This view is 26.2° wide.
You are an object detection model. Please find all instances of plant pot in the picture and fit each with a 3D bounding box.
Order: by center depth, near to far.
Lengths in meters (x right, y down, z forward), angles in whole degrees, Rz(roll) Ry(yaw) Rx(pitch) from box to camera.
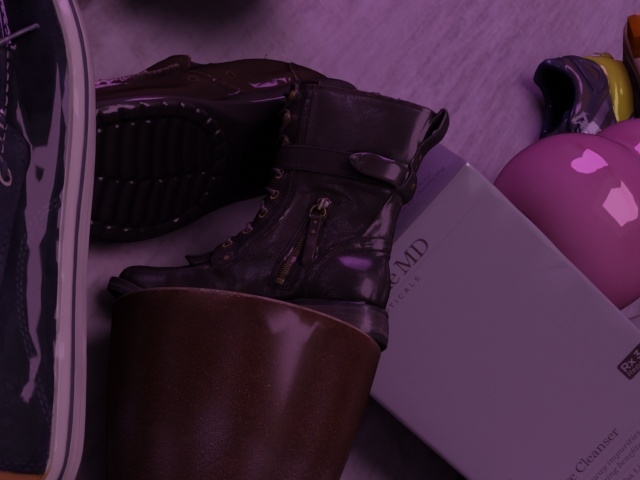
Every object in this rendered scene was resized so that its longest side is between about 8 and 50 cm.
[{"bbox_3d":[-0.076,0.179,1.053,0.215,0.215,0.230,24,66,-35],"label":"plant pot"}]

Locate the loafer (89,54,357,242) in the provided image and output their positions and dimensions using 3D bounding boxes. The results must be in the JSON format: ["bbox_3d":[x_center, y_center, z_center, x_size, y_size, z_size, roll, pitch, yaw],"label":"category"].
[{"bbox_3d":[-0.130,-0.093,1.220,0.366,0.133,0.130,-10,34,-44],"label":"loafer"}]

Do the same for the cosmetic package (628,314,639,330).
[{"bbox_3d":[0.364,0.206,1.481,0.117,0.085,0.231,63,7,-47],"label":"cosmetic package"}]

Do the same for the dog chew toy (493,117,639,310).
[{"bbox_3d":[0.348,-0.043,1.541,0.332,0.206,0.206,-22,84,-27],"label":"dog chew toy"}]

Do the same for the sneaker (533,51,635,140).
[{"bbox_3d":[0.334,-0.100,1.705,0.121,0.111,0.300,3,62,-31],"label":"sneaker"}]

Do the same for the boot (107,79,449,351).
[{"bbox_3d":[-0.034,-0.027,1.156,0.091,0.263,0.229,67,31,-68],"label":"boot"}]

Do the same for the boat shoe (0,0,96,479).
[{"bbox_3d":[-0.269,-0.044,0.984,0.156,0.187,0.500,16,62,-46],"label":"boat shoe"}]

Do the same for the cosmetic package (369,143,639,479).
[{"bbox_3d":[0.166,0.105,1.286,0.385,0.217,0.156,40,3,-22],"label":"cosmetic package"}]

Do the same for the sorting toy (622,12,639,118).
[{"bbox_3d":[0.427,-0.163,1.743,0.307,0.041,0.229,50,26,-72],"label":"sorting toy"}]
